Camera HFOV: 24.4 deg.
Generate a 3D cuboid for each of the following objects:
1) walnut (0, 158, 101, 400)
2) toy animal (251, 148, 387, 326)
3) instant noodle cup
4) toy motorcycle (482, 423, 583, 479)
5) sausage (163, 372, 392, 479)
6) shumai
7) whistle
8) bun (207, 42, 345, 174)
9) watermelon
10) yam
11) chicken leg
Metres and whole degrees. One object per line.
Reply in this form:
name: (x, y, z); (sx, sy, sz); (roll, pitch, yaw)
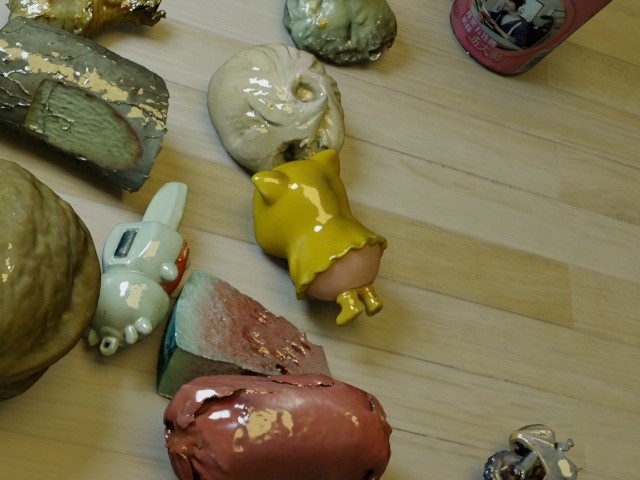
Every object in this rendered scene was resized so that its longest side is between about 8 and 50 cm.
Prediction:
walnut: (-0.369, 0.037, 1.610); (0.283, 0.227, 0.283); (9, 53, -12)
toy animal: (0.003, -0.002, 1.908); (0.156, 0.156, 0.230); (-22, 77, -38)
instant noodle cup: (0.326, -0.389, 2.260); (0.244, 0.255, 0.244); (15, 54, -22)
toy motorcycle: (0.314, 0.321, 1.915); (0.229, 0.094, 0.130); (34, 48, -14)
sausage: (-0.048, 0.229, 1.722); (0.279, 0.152, 0.152); (5, 59, -26)
shumai: (0.045, -0.356, 2.152); (0.184, 0.142, 0.184); (12, 56, -19)
whistle: (-0.215, 0.033, 1.783); (0.101, 0.106, 0.253); (13, 57, 5)
bun: (-0.050, -0.175, 1.993); (0.178, 0.128, 0.193); (-9, 68, -35)
watermelon: (-0.082, 0.142, 1.814); (0.241, 0.094, 0.154); (24, 42, -17)
yam: (-0.307, -0.179, 1.839); (0.254, 0.154, 0.154); (25, 52, -9)
chicken leg: (-0.311, -0.313, 1.955); (0.227, 0.088, 0.103); (-16, 57, -32)
